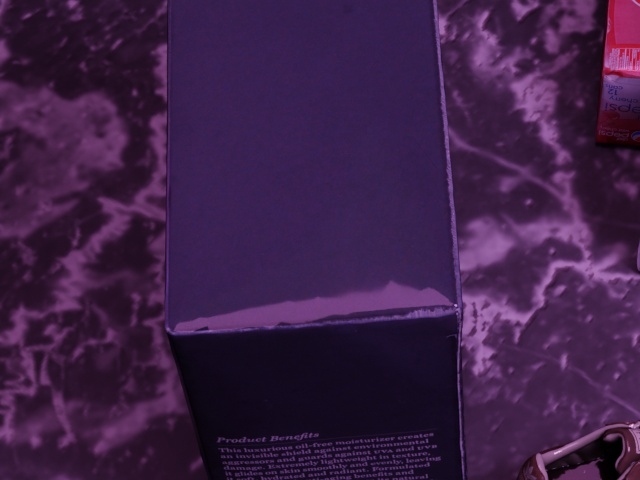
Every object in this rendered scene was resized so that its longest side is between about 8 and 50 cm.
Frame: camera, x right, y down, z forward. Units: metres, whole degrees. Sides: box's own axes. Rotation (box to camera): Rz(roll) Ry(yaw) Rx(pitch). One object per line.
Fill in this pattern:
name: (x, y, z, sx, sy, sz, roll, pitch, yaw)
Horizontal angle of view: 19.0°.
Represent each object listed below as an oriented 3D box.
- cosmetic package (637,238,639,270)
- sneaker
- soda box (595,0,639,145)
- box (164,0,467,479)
cosmetic package: (0.340, -0.035, 1.342, 0.183, 0.151, 0.151, 25, 62, 19)
sneaker: (0.223, 0.151, 1.280, 0.188, 0.071, 0.066, -16, 58, -5)
soda box: (0.265, -0.201, 1.489, 0.083, 0.092, 0.263, 6, 58, 8)
box: (0.000, 0.000, 1.263, 0.182, 0.294, 0.296, -4, 57, 2)
